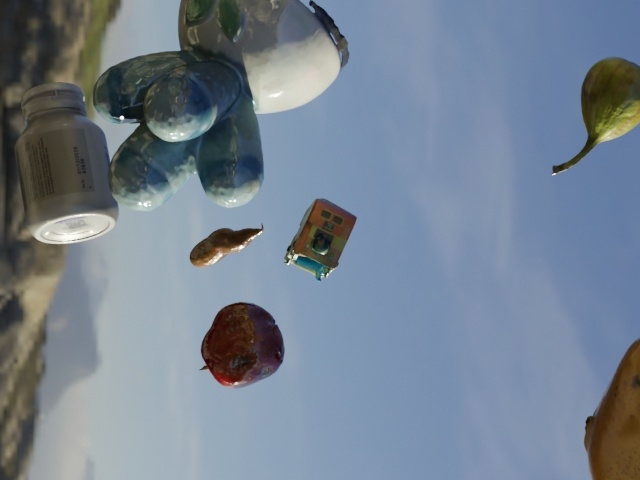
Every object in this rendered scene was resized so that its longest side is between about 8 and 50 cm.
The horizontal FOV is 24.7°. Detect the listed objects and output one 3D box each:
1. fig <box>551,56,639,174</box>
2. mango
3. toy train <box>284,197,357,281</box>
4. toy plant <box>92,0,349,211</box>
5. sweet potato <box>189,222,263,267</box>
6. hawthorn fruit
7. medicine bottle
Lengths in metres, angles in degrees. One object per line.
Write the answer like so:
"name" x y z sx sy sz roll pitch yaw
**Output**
"fig" 0.350 -0.152 1.830 0.166 0.093 0.093 -58 -159 17
"mango" 0.435 0.249 1.818 0.191 0.160 0.290 27 -52 51
"toy train" 0.000 0.000 2.071 0.099 0.072 0.188 -62 -177 -8
"toy plant" -0.146 -0.169 1.805 0.332 0.247 0.247 -53 -179 -18
"sweet potato" -0.166 0.004 2.554 0.195 0.056 0.056 -22 -118 42
"hawthorn fruit" -0.083 0.109 1.476 0.093 0.093 0.093 -178 -90 -79
"medicine bottle" -0.375 -0.115 2.130 0.135 0.135 0.215 119 -40 -67
